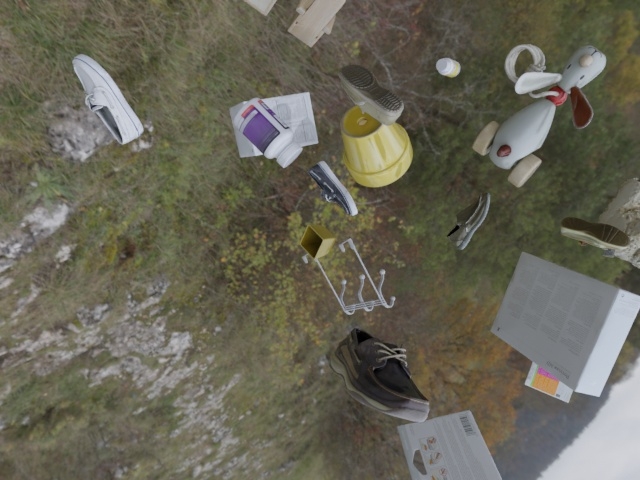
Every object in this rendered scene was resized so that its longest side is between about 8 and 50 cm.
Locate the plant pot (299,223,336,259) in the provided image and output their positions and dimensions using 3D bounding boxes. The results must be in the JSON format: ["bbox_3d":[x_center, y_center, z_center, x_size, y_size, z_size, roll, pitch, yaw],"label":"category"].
[{"bbox_3d":[0.000,0.000,1.440,0.083,0.081,0.081,-9,135,-45],"label":"plant pot"}]

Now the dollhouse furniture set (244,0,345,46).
[{"bbox_3d":[-0.048,-0.628,0.896,0.174,0.303,0.355,-26,-138,53],"label":"dollhouse furniture set"}]

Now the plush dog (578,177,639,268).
[{"bbox_3d":[0.835,0.004,1.196,0.226,0.262,0.211,32,128,-20],"label":"plush dog"}]

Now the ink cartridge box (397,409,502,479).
[{"bbox_3d":[0.377,0.651,1.350,0.239,0.275,0.060,-14,121,2],"label":"ink cartridge box"}]

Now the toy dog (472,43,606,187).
[{"bbox_3d":[0.481,-0.283,1.029,0.161,0.220,0.333,-20,129,-63],"label":"toy dog"}]

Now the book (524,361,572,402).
[{"bbox_3d":[0.799,0.485,1.592,0.035,0.144,0.096,18,93,-66],"label":"book"}]

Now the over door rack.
[{"bbox_3d":[0.119,0.135,1.784,0.240,0.324,0.108,-21,-159,46],"label":"over door rack"}]

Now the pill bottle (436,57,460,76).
[{"bbox_3d":[0.501,-0.684,1.809,0.116,0.065,0.065,-13,138,-52],"label":"pill bottle"}]

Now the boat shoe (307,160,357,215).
[{"bbox_3d":[0.049,-0.219,2.048,0.102,0.301,0.108,-33,168,-10],"label":"boat shoe"}]

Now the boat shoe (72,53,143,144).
[{"bbox_3d":[-0.609,-0.392,1.286,0.258,0.095,0.084,54,49,-21],"label":"boat shoe"}]

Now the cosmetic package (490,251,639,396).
[{"bbox_3d":[0.680,0.219,1.320,0.098,0.377,0.284,18,99,-17],"label":"cosmetic package"}]

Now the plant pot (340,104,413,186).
[{"bbox_3d":[0.183,-0.358,1.641,0.254,0.254,0.239,-44,145,-3],"label":"plant pot"}]

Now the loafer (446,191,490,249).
[{"bbox_3d":[0.555,-0.078,1.727,0.251,0.088,0.094,-68,172,31],"label":"loafer"}]

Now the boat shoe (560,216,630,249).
[{"bbox_3d":[0.668,-0.011,1.121,0.056,0.153,0.048,-51,142,-22],"label":"boat shoe"}]

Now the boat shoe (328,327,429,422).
[{"bbox_3d":[0.122,0.277,1.012,0.133,0.355,0.130,21,88,-23],"label":"boat shoe"}]

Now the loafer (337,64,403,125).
[{"bbox_3d":[0.144,-0.444,1.411,0.102,0.268,0.092,-28,151,-20],"label":"loafer"}]

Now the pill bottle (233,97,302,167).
[{"bbox_3d":[-0.146,-0.304,1.311,0.108,0.193,0.108,-45,179,-1],"label":"pill bottle"}]

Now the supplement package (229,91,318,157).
[{"bbox_3d":[-0.182,-0.445,1.772,0.263,0.199,0.197,-17,105,-23],"label":"supplement package"}]
